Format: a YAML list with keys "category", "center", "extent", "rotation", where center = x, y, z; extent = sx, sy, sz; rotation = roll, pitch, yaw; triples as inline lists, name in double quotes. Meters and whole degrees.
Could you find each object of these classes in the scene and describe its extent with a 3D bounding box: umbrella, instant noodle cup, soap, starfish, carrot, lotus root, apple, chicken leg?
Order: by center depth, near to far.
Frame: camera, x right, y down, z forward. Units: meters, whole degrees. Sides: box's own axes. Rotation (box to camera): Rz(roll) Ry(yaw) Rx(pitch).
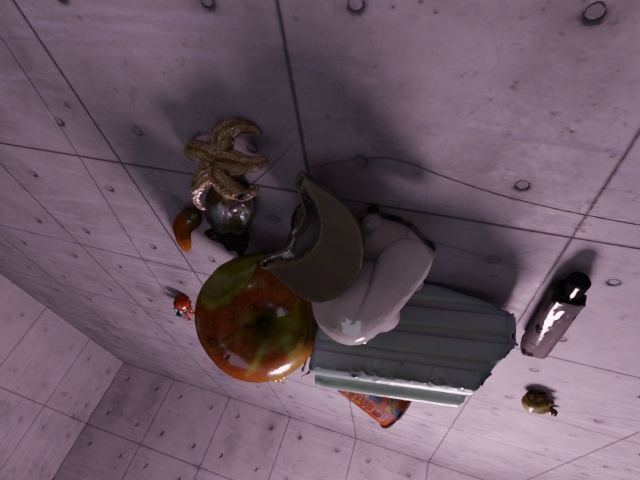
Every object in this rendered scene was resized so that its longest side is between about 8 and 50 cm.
- category: "starfish"
  center: [-0.206, -0.145, 0.803]
  extent: [0.238, 0.215, 0.071]
  rotation: [35, -161, 35]
- category: "umbrella"
  center: [0.514, 0.174, 0.896]
  extent: [0.073, 0.067, 0.337]
  rotation: [-2, 142, 10]
- category: "lotus root"
  center: [-0.206, -0.080, 0.922]
  extent: [0.113, 0.088, 0.192]
  rotation: [6, 148, -11]
- category: "soap"
  center: [0.218, 0.238, 0.970]
  extent: [0.447, 0.261, 0.156]
  rotation: [3, 140, 13]
- category: "apple"
  center: [-0.162, 0.197, 1.082]
  extent: [0.340, 0.339, 0.339]
  rotation: [15, 146, 10]
- category: "carrot"
  center: [-0.379, -0.027, 1.129]
  extent: [0.271, 0.066, 0.062]
  rotation: [-38, 71, 56]
- category: "chicken leg"
  center: [0.718, 0.533, 1.305]
  extent: [0.178, 0.070, 0.093]
  rotation: [34, 140, -31]
- category: "instant noodle cup"
  center: [0.186, 0.463, 1.358]
  extent: [0.192, 0.250, 0.250]
  rotation: [32, 147, 0]

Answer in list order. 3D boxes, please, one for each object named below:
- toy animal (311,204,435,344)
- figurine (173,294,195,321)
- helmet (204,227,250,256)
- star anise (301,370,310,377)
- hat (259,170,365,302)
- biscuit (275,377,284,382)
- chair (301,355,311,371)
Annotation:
- category: "toy animal"
  center: [0.105, 0.066, 0.814]
  extent: [0.249, 0.289, 0.174]
  rotation: [-21, 129, 20]
- category: "figurine"
  center: [-0.555, 0.266, 1.637]
  extent: [0.075, 0.068, 0.140]
  rotation: [18, 141, 12]
- category: "helmet"
  center: [-0.234, -0.013, 1.045]
  extent: [0.123, 0.070, 0.098]
  rotation: [28, 167, 30]
- category: "star anise"
  center: [0.013, 0.445, 1.507]
  extent: [0.141, 0.144, 0.158]
  rotation: [-22, 127, 36]
- category: "hat"
  center: [0.000, 0.000, 0.792]
  extent: [0.245, 0.149, 0.214]
  rotation: [36, 110, 24]
- category: "biscuit"
  center: [-0.264, 0.372, 1.492]
  extent: [0.379, 0.054, 0.094]
  rotation: [39, 152, 28]
- category: "chair"
  center: [-0.058, 0.334, 1.375]
  extent: [0.170, 0.159, 0.325]
  rotation: [24, 152, 0]
